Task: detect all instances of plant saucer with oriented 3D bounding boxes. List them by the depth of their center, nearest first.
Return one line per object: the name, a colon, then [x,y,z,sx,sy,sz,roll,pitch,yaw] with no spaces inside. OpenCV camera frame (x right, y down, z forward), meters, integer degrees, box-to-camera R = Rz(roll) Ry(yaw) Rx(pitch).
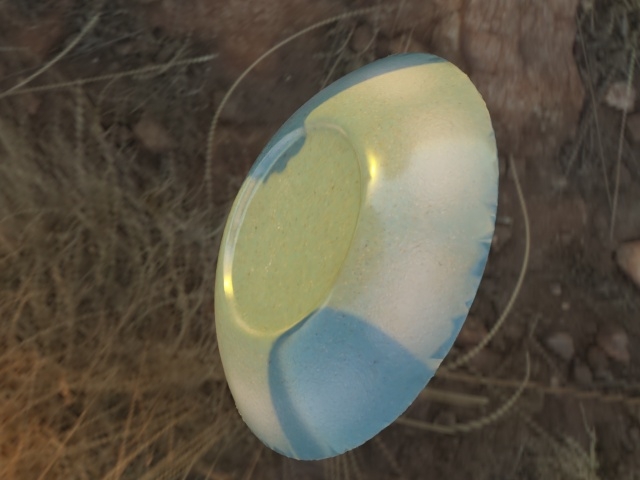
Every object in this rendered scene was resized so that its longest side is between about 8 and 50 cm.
plant saucer: [0.000,0.000,0.713,0.037,0.195,0.195,21,111,-33]
